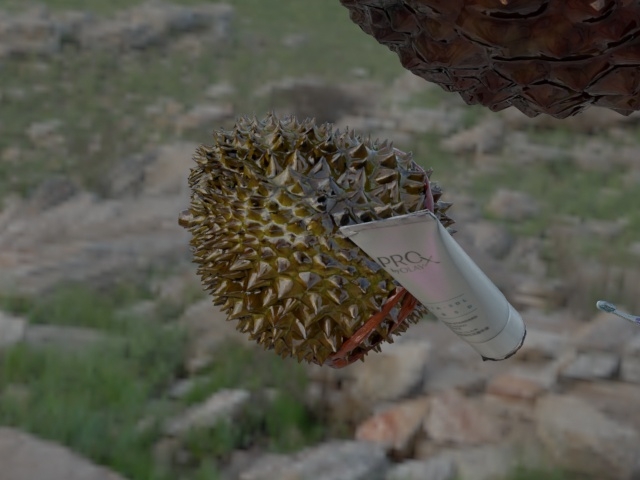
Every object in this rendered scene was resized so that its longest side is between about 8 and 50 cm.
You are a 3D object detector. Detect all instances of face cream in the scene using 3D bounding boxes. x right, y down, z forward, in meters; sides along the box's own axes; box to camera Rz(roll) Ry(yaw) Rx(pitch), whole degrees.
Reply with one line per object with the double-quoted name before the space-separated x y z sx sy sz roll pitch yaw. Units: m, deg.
"face cream" 0.117 0.037 1.621 0.092 0.058 0.243 -12 -34 29

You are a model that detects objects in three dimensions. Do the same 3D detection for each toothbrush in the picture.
"toothbrush" 0.308 0.081 1.613 0.131 0.011 0.013 23 -15 -24

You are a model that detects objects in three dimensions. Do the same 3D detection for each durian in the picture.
"durian" 0.000 -0.004 2.339 0.384 0.348 0.347 6 14 -9

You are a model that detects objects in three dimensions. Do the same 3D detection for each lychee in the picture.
"lychee" 0.162 -0.295 1.316 0.500 0.425 0.424 2 12 19
